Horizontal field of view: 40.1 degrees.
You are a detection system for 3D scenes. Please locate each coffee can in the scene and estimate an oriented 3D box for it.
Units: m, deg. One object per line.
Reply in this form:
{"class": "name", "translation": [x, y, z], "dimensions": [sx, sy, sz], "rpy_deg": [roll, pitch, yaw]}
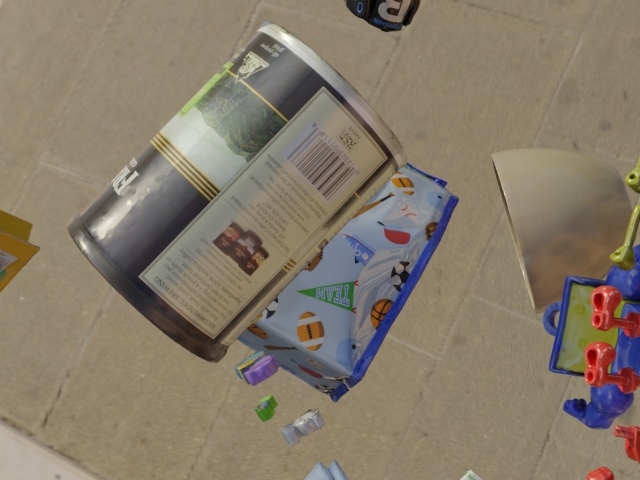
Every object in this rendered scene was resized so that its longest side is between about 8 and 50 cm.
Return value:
{"class": "coffee can", "translation": [-0.079, -0.046, 0.868], "dimensions": [0.275, 0.201, 0.201], "rpy_deg": [-46, 67, -2]}

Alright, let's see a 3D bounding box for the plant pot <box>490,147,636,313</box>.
{"class": "plant pot", "translation": [0.416, -0.037, 1.476], "dimensions": [0.191, 0.284, 0.284], "rpy_deg": [-16, 70, 11]}

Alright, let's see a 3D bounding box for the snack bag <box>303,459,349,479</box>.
{"class": "snack bag", "translation": [-0.015, 0.513, 1.118], "dimensions": [0.323, 0.037, 0.342], "rpy_deg": [-53, 42, 21]}

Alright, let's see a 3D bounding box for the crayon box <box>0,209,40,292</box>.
{"class": "crayon box", "translation": [-0.509, 0.023, 1.104], "dimensions": [0.323, 0.203, 0.083], "rpy_deg": [-38, 38, 35]}

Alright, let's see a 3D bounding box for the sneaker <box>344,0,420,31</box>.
{"class": "sneaker", "translation": [0.072, -0.195, 0.608], "dimensions": [0.079, 0.121, 0.217], "rpy_deg": [3, 28, -18]}

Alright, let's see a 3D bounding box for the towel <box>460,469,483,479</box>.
{"class": "towel", "translation": [0.267, 0.510, 1.591], "dimensions": [0.113, 0.023, 0.152], "rpy_deg": [39, 86, 21]}

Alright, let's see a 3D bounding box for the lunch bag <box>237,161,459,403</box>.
{"class": "lunch bag", "translation": [0.000, 0.000, 1.362], "dimensions": [0.328, 0.239, 0.385], "rpy_deg": [31, 68, 0]}

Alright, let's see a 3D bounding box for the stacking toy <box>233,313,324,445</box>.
{"class": "stacking toy", "translation": [-0.078, 0.156, 1.100], "dimensions": [0.052, 0.221, 0.167], "rpy_deg": [-30, 96, -15]}

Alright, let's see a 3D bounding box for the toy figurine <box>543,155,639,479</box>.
{"class": "toy figurine", "translation": [0.285, 0.067, 0.879], "dimensions": [0.191, 0.217, 0.362], "rpy_deg": [7, 93, -24]}
